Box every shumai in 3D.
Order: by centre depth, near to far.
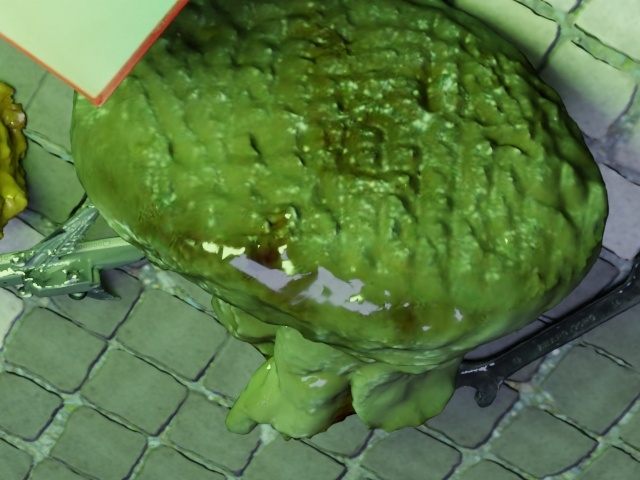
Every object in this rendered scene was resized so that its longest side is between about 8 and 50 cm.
[{"bbox_3d":[0.000,0.000,1.506,0.398,0.324,0.323,19,141,4],"label":"shumai"}]

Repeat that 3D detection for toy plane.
[{"bbox_3d":[-0.212,0.017,1.641,0.226,0.058,0.226,-18,161,-11],"label":"toy plane"}]

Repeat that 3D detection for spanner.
[{"bbox_3d":[0.208,0.076,1.678,0.254,0.015,0.054,-33,115,30],"label":"spanner"}]

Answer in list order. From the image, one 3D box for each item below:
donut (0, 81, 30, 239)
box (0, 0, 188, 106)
[{"bbox_3d":[-0.393,-0.169,1.537,0.378,0.163,0.435,10,128,6],"label":"donut"},{"bbox_3d":[-0.152,-0.341,1.273,0.312,0.300,0.314,35,124,-14],"label":"box"}]
